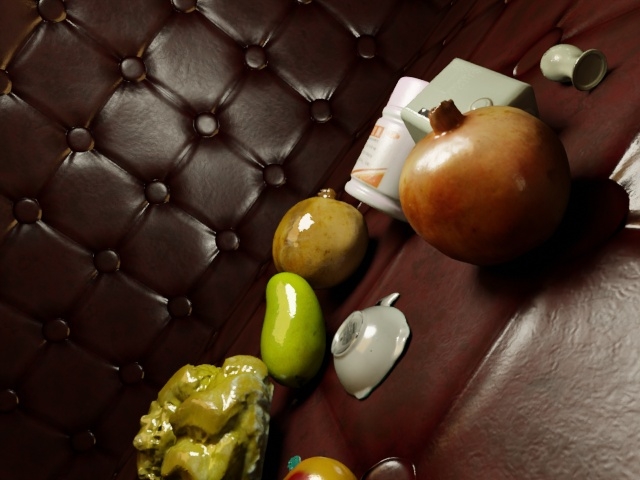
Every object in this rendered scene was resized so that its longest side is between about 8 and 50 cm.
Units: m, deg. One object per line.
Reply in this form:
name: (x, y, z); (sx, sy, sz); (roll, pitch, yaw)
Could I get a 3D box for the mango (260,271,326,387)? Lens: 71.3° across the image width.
mango: (-0.072, 0.218, 1.121); (0.175, 0.143, 0.293); (-21, 62, 26)

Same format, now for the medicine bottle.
medicine bottle: (0.216, -0.225, 1.138); (0.316, 0.202, 0.202); (-63, 12, 10)

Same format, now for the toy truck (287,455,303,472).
toy truck: (-0.037, 0.437, 0.819); (0.039, 0.044, 0.083); (-56, 13, 5)

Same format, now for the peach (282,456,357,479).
peach: (-0.001, 0.387, 0.652); (0.138, 0.138, 0.138); (-50, 14, 17)

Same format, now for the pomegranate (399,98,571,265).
pomegranate: (0.244, -0.098, 0.698); (0.229, 0.270, 0.252); (-51, 18, -24)

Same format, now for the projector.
projector: (0.310, -0.238, 0.910); (0.177, 0.163, 0.242); (-44, 45, 4)

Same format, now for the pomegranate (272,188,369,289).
pomegranate: (-0.004, 0.014, 1.286); (0.307, 0.307, 0.307); (-50, 14, 17)

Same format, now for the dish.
dish: (0.087, 0.196, 0.919); (0.224, 0.078, 0.246); (-42, 18, 45)

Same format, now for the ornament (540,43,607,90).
ornament: (0.496, -0.345, 0.882); (0.156, 0.081, 0.075); (-85, -3, -63)

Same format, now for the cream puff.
cream puff: (-0.274, 0.441, 1.019); (0.378, 0.275, 0.379); (-164, 90, -75)
